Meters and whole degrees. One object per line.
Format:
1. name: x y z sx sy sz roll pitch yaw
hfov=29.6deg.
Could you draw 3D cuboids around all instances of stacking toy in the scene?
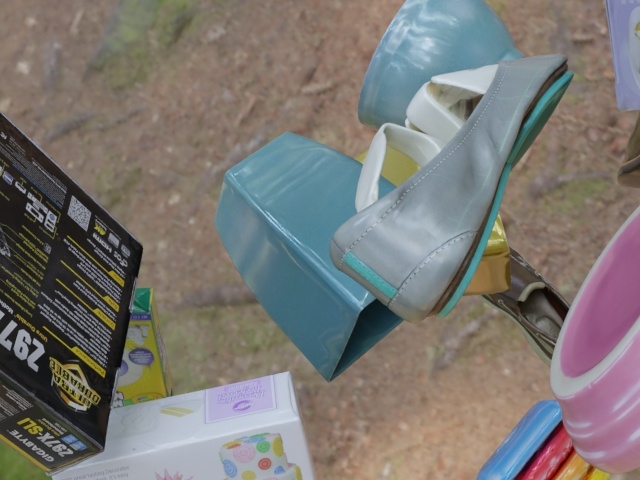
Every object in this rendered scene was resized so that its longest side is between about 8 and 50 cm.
1. stacking toy: 0.373 0.376 1.676 0.165 0.302 0.175 -48 -7 -13

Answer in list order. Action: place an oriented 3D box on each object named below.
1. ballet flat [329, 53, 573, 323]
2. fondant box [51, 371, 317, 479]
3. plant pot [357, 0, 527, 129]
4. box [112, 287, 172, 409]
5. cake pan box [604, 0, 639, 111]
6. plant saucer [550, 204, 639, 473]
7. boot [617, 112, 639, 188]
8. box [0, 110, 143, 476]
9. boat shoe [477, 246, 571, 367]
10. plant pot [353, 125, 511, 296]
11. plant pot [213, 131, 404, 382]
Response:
1. ballet flat: 0.064 -0.045 0.564 0.213 0.068 0.072 -55 -5 -49
2. fondant box: -0.108 0.314 1.215 0.238 0.330 0.096 -12 25 0
3. plant pot: 0.223 -0.277 2.035 0.196 0.293 0.293 32 98 16
4. box: -0.220 0.127 1.305 0.179 0.105 0.043 85 -177 -46
5. cake pan box: 0.228 -0.240 0.724 0.070 0.246 0.266 0 114 31
6. plant saucer: 0.326 0.064 1.186 0.332 0.084 0.332 -60 3 4
7. boot: 0.418 -0.135 1.438 0.305 0.112 0.115 69 -159 -74
8. box: -0.297 0.011 1.050 0.079 0.322 0.257 -24 39 26
9. boat shoe: 0.302 0.074 1.785 0.095 0.257 0.095 -43 -9 -16
10. plant pot: 0.134 -0.032 1.613 0.187 0.212 0.212 -16 71 5
11. plant pot: 0.000 0.000 1.383 0.234 0.166 0.165 44 147 16
